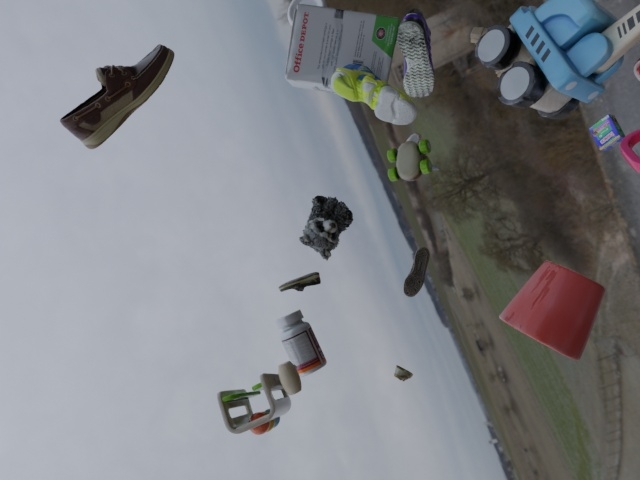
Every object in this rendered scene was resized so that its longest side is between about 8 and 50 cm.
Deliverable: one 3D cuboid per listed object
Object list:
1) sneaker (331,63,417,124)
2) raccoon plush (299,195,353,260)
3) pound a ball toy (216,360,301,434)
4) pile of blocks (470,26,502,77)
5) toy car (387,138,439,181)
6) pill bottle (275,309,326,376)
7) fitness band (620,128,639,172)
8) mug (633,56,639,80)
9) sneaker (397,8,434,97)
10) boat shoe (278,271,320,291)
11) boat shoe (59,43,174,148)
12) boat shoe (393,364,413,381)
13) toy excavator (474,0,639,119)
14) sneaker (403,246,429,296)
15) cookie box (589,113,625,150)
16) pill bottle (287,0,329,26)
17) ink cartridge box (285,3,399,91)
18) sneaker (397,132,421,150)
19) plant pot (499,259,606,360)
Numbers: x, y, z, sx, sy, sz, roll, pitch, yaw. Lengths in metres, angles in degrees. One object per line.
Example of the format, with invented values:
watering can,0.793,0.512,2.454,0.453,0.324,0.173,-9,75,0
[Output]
sneaker,0.149,-0.396,1.209,0.240,0.091,0.126,27,-135,-7
raccoon plush,0.000,0.000,2.201,0.446,0.216,0.299,105,-171,-59
pound a ball toy,-0.127,0.418,1.206,0.319,0.208,0.135,76,171,-73
pile of blocks,0.726,-0.699,1.860,0.362,0.112,0.149,32,159,-11
toy car,0.362,-0.276,1.736,0.188,0.155,0.148,19,-114,-52
pill bottle,-0.074,0.372,1.687,0.221,0.121,0.121,65,-171,5
fitness band,1.110,-0.308,1.504,0.054,0.209,0.290,56,-153,-23
mug,0.791,-0.445,1.027,0.113,0.169,0.150,39,177,46
sneaker,0.319,-0.607,1.495,0.293,0.102,0.146,65,-145,-53
boat shoe,-0.070,0.156,1.621,0.056,0.152,0.049,-142,34,-82
boat shoe,-0.524,-0.397,1.195,0.123,0.342,0.123,46,173,-39
boat shoe,0.299,0.491,1.698,0.050,0.045,0.135,22,169,38
toy excavator,0.651,-0.466,1.077,0.223,0.445,0.432,2,-123,-34
sneaker,0.359,0.116,1.684,0.071,0.066,0.188,-6,-64,-65
cookie box,1.108,-0.416,1.789,0.092,0.040,0.107,130,133,-55
pill bottle,-0.009,-0.708,1.548,0.131,0.131,0.229,68,-165,13
ink cartridge box,0.062,-0.533,1.326,0.121,0.290,0.211,-49,-30,-80
sneaker,0.361,-0.383,1.878,0.051,0.134,0.070,43,-147,3
plant pot,0.761,0.213,1.494,0.275,0.243,0.275,28,-174,-3
